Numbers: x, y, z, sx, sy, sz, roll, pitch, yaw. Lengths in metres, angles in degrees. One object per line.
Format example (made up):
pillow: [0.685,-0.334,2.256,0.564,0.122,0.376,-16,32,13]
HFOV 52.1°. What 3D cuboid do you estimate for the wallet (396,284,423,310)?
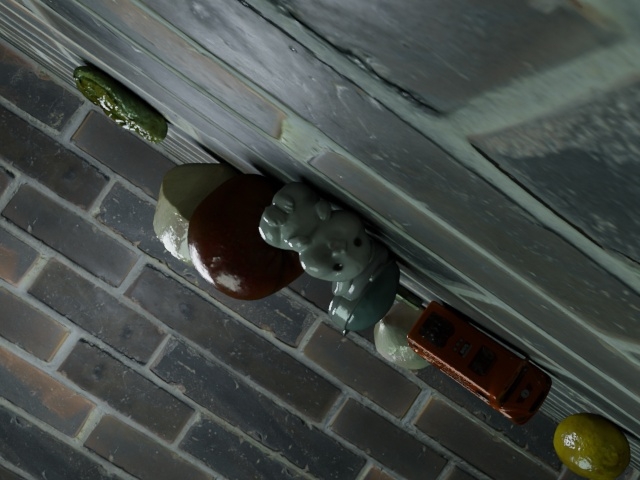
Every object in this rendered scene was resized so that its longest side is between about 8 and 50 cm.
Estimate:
wallet: [0.220,0.148,1.896,0.155,0.039,0.110,33,178,-2]

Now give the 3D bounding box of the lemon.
lemon: [0.705,0.536,1.704,0.170,0.170,0.207,36,170,-23]

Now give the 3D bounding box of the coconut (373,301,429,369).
coconut: [0.276,0.303,2.110,0.224,0.224,0.234,31,176,44]

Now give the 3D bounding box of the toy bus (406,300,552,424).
toy bus: [0.367,0.281,1.522,0.329,0.143,0.153,35,175,23]

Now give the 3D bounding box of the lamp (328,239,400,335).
lamp: [0.096,0.095,1.303,0.108,0.179,0.246,29,155,18]

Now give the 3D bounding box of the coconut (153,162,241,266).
coconut: [-0.308,-0.087,1.805,0.329,0.329,0.329,34,177,2]

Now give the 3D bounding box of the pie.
pie: [-0.510,-0.343,1.668,0.277,0.078,0.277,32,177,2]

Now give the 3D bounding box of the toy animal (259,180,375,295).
toy animal: [-0.002,-0.004,1.128,0.193,0.127,0.178,35,174,7]

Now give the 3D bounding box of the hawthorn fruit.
hawthorn fruit: [-0.177,-0.003,1.456,0.298,0.277,0.277,-14,141,42]
